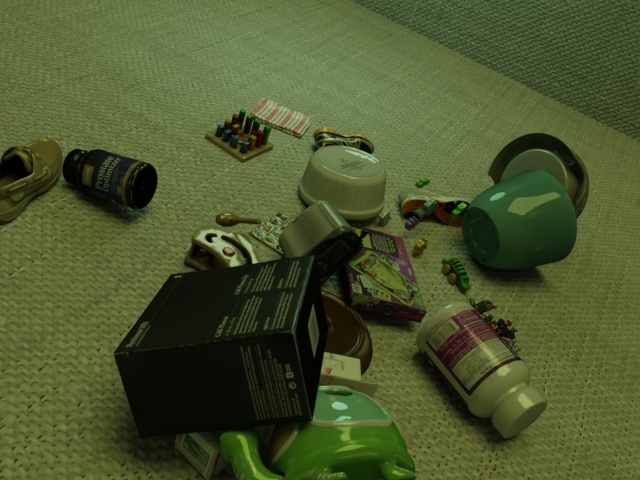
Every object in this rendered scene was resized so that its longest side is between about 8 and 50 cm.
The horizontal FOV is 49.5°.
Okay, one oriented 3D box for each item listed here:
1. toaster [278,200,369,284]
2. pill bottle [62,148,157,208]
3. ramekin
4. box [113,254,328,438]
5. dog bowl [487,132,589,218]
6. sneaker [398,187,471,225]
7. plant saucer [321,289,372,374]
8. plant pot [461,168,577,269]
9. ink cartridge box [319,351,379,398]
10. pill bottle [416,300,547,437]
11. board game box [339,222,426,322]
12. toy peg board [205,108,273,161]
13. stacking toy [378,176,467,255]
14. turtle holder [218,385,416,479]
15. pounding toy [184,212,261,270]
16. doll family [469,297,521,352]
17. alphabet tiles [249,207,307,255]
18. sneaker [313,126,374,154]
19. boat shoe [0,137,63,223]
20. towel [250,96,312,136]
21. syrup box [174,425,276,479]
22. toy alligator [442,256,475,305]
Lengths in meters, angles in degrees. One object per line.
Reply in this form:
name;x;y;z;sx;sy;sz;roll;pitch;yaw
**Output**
toaster;0.000;0.000;1.762;0.129;0.227;0.146;39;13;-47
pill bottle;-0.538;-0.163;1.768;0.219;0.122;0.123;16;34;16
ramekin;0.074;-0.184;2.089;0.273;0.127;0.273;9;31;-6
box;-0.163;0.186;1.305;0.313;0.178;0.343;-7;19;9
dog bowl;0.706;-0.168;2.252;0.102;0.348;0.348;6;37;-40
sneaker;0.371;-0.124;2.220;0.263;0.099;0.121;8;33;-19
plant saucer;-0.016;0.207;1.629;0.311;0.050;0.310;15;37;-11
plant pot;0.568;-0.042;2.065;0.235;0.293;0.293;-17;49;-21
ink cartridge box;0.012;0.299;1.464;0.198;0.115;0.067;14;36;-11
pill bottle;0.372;0.297;1.602;0.169;0.169;0.301;-9;46;-36
board game box;0.150;0.075;1.847;0.208;0.056;0.346;12;30;-11
toy peg board;-0.249;-0.342;2.201;0.161;0.079;0.161;34;37;18
stacking toy;0.303;-0.077;2.076;0.221;0.052;0.167;-41;63;-15
turtle holder;-0.003;0.395;1.250;0.320;0.243;0.227;-16;44;-4
pounding toy;-0.227;0.017;1.675;0.154;0.154;0.269;1;40;-33
doll family;0.445;0.238;1.801;0.111;0.076;0.193;-13;50;-45
alphabet tiles;-0.055;-0.017;1.934;0.198;0.009;0.237;32;36;15
sneaker;0.078;-0.314;2.340;0.215;0.084;0.083;8;51;-12
boat shoe;-0.728;-0.175;1.710;0.122;0.110;0.341;17;36;-6
towel;-0.135;-0.430;2.417;0.197;0.029;0.144;22;36;2
syrup box;-0.157;0.342;1.337;0.093;0.096;0.237;37;38;24
toy alligator;0.399;0.104;1.968;0.056;0.051;0.189;1;40;-25
